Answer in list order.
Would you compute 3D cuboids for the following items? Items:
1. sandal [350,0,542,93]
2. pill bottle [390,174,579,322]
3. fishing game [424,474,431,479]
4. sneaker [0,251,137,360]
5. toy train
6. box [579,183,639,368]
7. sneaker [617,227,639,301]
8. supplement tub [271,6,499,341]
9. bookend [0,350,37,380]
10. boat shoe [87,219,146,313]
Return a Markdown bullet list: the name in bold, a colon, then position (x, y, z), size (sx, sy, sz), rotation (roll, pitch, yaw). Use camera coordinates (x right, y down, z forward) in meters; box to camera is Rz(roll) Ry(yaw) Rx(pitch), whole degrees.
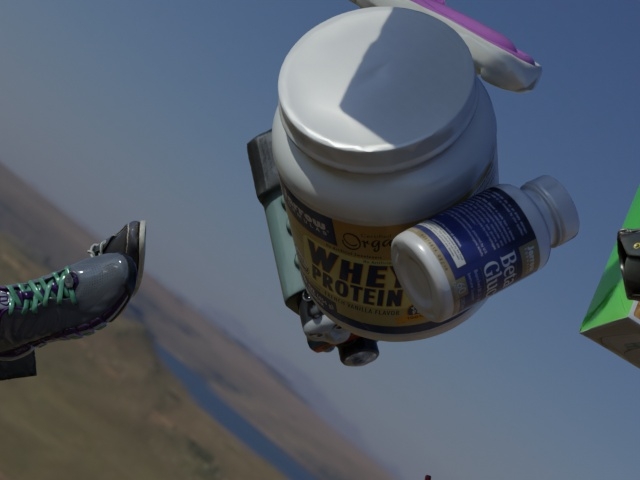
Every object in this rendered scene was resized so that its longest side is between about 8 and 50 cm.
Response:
- **sandal**: position (0.082, -0.304, 1.767), size (0.416, 0.102, 0.169), rotation (33, 12, 9)
- **pill bottle**: position (0.161, 0.002, 1.503), size (0.094, 0.169, 0.094), rotation (52, -21, 30)
- **fishing game**: position (0.140, 0.451, 2.073), size (0.041, 0.189, 0.264), rotation (5, -53, 6)
- **sneaker**: position (-0.313, 0.073, 1.763), size (0.098, 0.224, 0.083), rotation (27, 40, -55)
- **toy train**: position (0.000, 0.000, 2.056), size (0.190, 0.142, 0.334), rotation (37, 36, -57)
- **box**: position (0.492, 0.054, 1.998), size (0.231, 0.262, 0.127), rotation (31, -21, -11)
- **sneaker**: position (0.303, 0.035, 1.215), size (0.222, 0.118, 0.083), rotation (-95, 177, -79)
- **supplement tub**: position (0.072, -0.065, 1.630), size (0.228, 0.228, 0.316), rotation (36, -24, 30)
- **bookend**: position (-0.468, 0.151, 2.109), size (0.156, 0.072, 0.157), rotation (-6, 1, -13)
- **boat shoe**: position (-0.255, 0.034, 1.911), size (0.065, 0.075, 0.206), rotation (9, -28, -15)
